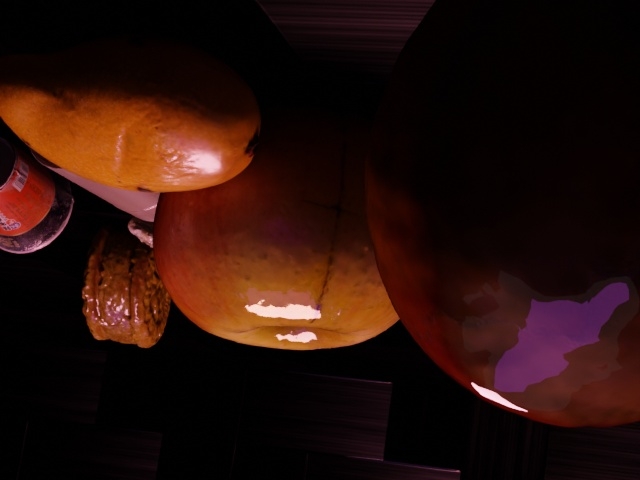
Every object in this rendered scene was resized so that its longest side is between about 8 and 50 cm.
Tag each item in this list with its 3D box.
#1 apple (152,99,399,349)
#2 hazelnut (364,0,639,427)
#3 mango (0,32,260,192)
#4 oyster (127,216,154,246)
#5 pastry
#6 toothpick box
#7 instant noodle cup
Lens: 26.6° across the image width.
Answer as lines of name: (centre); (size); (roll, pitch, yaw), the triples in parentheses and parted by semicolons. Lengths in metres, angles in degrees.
apple: (-0.027, -0.015, 1.371); (0.286, 0.233, 0.286); (4, 164, 1)
hazelnut: (0.198, -0.058, 0.863); (0.366, 0.365, 0.366); (8, 167, 2)
mango: (-0.175, -0.121, 1.242); (0.262, 0.109, 0.157); (14, 137, 19)
oyster: (-0.219, -0.002, 1.971); (0.061, 0.106, 0.200); (31, 157, 17)
pastry: (-0.288, 0.067, 2.038); (0.103, 0.188, 0.188); (4, 167, 8)
toothpick box: (-0.210, -0.095, 1.418); (0.111, 0.111, 0.181); (2, 165, 27)
instant noodle cup: (-0.390, -0.065, 1.681); (0.127, 0.127, 0.135); (5, 159, 15)
